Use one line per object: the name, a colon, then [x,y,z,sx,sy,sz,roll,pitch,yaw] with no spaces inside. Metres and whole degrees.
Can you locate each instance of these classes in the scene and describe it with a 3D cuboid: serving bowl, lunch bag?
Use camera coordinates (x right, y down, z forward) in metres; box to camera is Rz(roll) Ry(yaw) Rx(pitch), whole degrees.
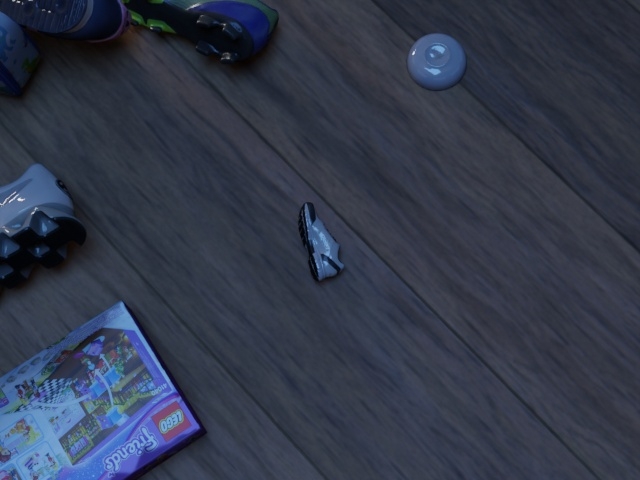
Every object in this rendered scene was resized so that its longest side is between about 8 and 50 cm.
serving bowl: [0.160,-0.250,1.623,0.083,0.027,0.083,-1,74,4]
lunch bag: [-0.504,-0.285,1.601,0.219,0.176,0.090,24,78,9]

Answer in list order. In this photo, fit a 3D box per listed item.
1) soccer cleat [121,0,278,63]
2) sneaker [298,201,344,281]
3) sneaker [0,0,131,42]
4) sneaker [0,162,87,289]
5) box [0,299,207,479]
soccer cleat: [-0.191,-0.342,1.656,0.289,0.093,0.121,30,49,15]
sneaker: [0.000,0.000,1.567,0.044,0.040,0.109,-12,78,-16]
sneaker: [-0.403,-0.345,1.658,0.319,0.131,0.112,29,101,31]
sneaker: [-0.477,0.011,1.564,0.331,0.122,0.146,-27,57,-3]
box: [-0.322,0.240,1.509,0.293,0.057,0.201,-33,75,-5]
